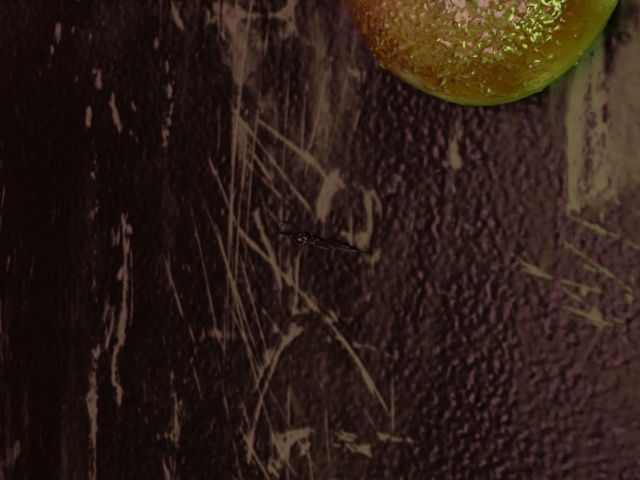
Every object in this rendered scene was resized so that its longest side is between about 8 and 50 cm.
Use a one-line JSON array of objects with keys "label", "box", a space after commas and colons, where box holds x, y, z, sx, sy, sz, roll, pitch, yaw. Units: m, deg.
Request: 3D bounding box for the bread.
[{"label": "bread", "box": [0.144, -0.283, 1.067, 0.306, 0.159, 0.305, 3, 96, 31]}]

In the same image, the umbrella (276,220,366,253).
[{"label": "umbrella", "box": [-0.001, 0.003, 1.253, 0.122, 0.013, 0.022, 19, 81, 29]}]
